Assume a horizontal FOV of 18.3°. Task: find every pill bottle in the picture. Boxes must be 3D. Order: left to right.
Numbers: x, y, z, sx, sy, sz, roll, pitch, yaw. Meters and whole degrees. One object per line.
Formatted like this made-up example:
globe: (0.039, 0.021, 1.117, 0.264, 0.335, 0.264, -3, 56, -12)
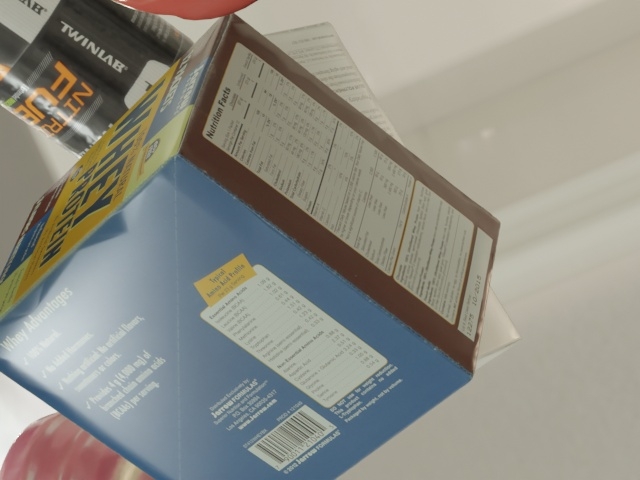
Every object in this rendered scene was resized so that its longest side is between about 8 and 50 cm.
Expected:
pill bottle: (-0.183, -0.138, 1.546, 0.246, 0.130, 0.130, 35, -157, -17)

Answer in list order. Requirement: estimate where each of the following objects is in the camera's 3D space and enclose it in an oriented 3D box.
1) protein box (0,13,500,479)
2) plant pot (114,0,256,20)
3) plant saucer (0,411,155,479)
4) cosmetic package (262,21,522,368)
protein box: (-0.046, 0.025, 1.102, 0.201, 0.200, 0.136, 37, -143, -17)
plant pot: (-0.029, -0.245, 0.891, 0.275, 0.243, 0.275, 26, -136, -29)
plant saucer: (-0.122, 0.277, 1.484, 0.332, 0.084, 0.332, 54, -157, -35)
cosmetic package: (0.000, 0.000, 1.888, 0.155, 0.197, 0.365, -20, -102, -55)
